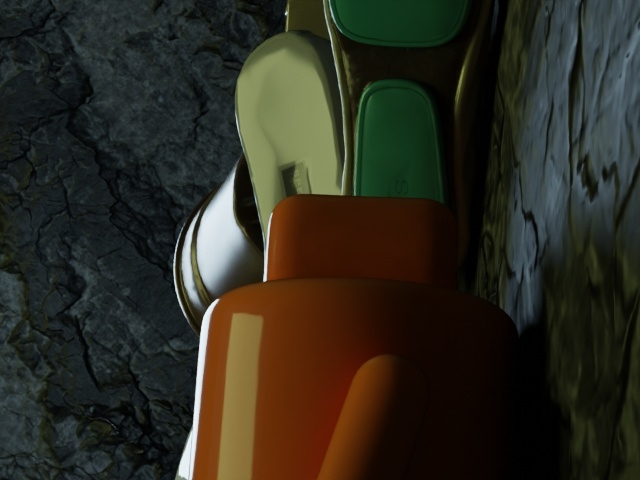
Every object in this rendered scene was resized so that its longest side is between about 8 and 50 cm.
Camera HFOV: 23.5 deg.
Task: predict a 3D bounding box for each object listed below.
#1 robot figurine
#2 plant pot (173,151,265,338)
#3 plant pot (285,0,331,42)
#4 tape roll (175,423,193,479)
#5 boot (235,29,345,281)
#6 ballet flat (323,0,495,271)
[{"bbox_3d":[0.011,0.094,0.585,0.158,0.128,0.219,-15,68,53],"label":"robot figurine"},{"bbox_3d":[-0.011,-0.004,1.064,0.165,0.167,0.167,118,157,-67],"label":"plant pot"},{"bbox_3d":[0.020,-0.142,1.159,0.109,0.096,0.109,-98,12,-83],"label":"plant pot"},{"bbox_3d":[-0.035,0.273,0.960,0.392,0.072,0.392,-173,90,-72],"label":"tape roll"},{"bbox_3d":[0.029,0.012,0.871,0.123,0.095,0.258,11,-111,-52],"label":"boot"},{"bbox_3d":[0.047,-0.094,0.739,0.086,0.086,0.248,-91,4,-66],"label":"ballet flat"}]
